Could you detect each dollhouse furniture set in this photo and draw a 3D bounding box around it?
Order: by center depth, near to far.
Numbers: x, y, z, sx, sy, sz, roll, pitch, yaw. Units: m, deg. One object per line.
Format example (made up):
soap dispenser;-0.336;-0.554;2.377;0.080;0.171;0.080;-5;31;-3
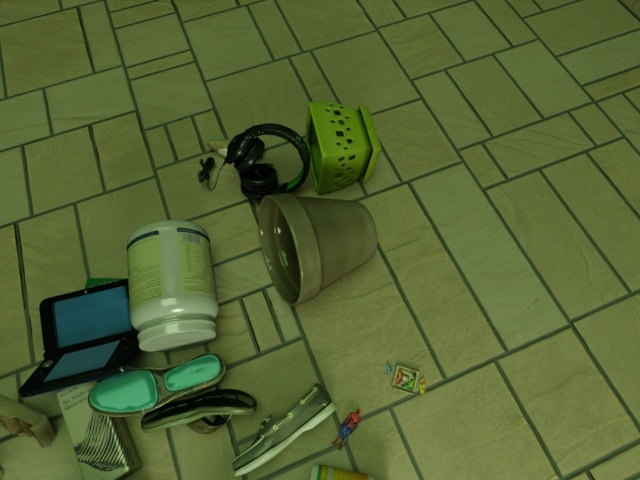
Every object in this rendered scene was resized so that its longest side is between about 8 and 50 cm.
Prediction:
dollhouse furniture set;-0.827;0.532;1.039;0.161;0.212;0.242;19;40;10

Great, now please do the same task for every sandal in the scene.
sandal;-0.319;0.471;1.127;0.303;0.120;0.086;-11;94;-3

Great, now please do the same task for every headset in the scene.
headset;-0.225;-0.260;1.394;0.395;0.243;0.185;-12;40;14

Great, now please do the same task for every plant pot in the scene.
plant pot;0.000;0.000;1.243;0.281;0.323;0.322;-14;66;-24
plant pot;0.073;-0.314;1.406;0.208;0.227;0.228;-8;66;-10

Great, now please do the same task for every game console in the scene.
game console;-0.662;0.259;1.163;0.294;0.250;0.173;-14;110;-2

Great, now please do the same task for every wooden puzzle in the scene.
wooden puzzle;0.244;0.394;1.197;0.117;0.014;0.078;9;66;5

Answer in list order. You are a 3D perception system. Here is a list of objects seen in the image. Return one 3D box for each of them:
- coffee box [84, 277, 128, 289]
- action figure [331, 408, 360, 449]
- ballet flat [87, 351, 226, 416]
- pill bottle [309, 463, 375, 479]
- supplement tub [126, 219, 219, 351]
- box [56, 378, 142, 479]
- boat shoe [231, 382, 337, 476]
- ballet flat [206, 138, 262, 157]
coffee box;-0.629;0.172;1.286;0.185;0.040;0.113;0;67;0
action figure;0.075;0.507;1.139;0.038;0.030;0.115;37;66;10
ballet flat;-0.428;0.394;1.140;0.349;0.123;0.123;-13;66;-14
pill bottle;0.072;0.633;1.034;0.209;0.117;0.117;10;66;4
supplement tub;-0.419;0.131;1.198;0.236;0.235;0.324;-12;66;-5
box;-0.584;0.502;1.109;0.113;0.094;0.275;-30;70;-13
boat shoe;-0.103;0.496;1.105;0.305;0.109;0.091;-30;68;-19
ballet flat;-0.303;-0.323;1.494;0.207;0.073;0.067;-1;80;4
